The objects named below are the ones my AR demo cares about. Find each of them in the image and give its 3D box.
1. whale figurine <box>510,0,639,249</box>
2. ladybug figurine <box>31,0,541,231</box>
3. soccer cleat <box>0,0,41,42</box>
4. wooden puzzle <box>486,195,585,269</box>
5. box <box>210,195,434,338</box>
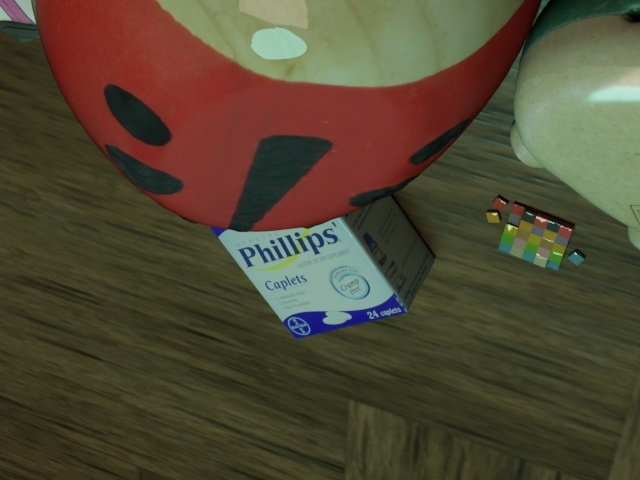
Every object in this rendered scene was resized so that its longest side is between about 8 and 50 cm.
[{"bbox_3d":[0.230,-0.080,0.837,0.216,0.141,0.272,4,156,28],"label":"whale figurine"},{"bbox_3d":[-0.023,-0.116,0.791,0.305,0.162,0.449,3,164,-10],"label":"ladybug figurine"},{"bbox_3d":[-0.246,-0.228,0.974,0.318,0.109,0.116,14,138,24],"label":"soccer cleat"},{"bbox_3d":[0.165,-0.002,1.016,0.083,0.006,0.049,22,137,11],"label":"wooden puzzle"},{"bbox_3d":[0.000,0.000,1.069,0.126,0.072,0.137,-17,119,40],"label":"box"}]
